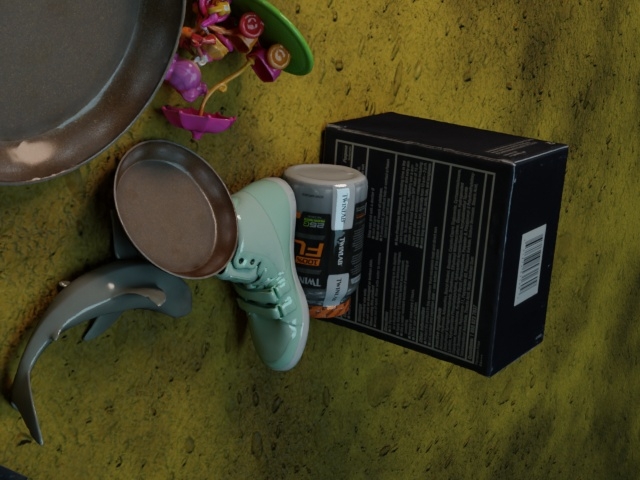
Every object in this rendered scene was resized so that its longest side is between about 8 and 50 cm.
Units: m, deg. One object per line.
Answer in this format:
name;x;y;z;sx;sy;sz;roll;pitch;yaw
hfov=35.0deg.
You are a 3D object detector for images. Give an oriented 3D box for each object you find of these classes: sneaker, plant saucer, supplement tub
sneaker;-0.094;0.058;1.272;0.151;0.094;0.255;-23;112;-54
plant saucer;-0.165;-0.031;1.136;0.168;0.029;0.168;25;51;-35
plant saucer;-0.256;-0.198;0.937;0.311;0.050;0.310;-34;143;-31
supplement tub;0.000;0.000;1.359;0.117;0.117;0.190;-17;116;-50

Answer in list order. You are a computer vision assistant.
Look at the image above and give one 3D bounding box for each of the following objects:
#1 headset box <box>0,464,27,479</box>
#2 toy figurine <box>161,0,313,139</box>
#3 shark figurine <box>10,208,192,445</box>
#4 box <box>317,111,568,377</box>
headset box;-0.388;0.347;0.978;0.293;0.110;0.218;-61;143;-17
toy figurine;-0.120;-0.196;1.139;0.159;0.130;0.173;-50;118;-15
shark figurine;-0.227;0.079;1.090;0.278;0.116;0.166;-36;130;-43
box;0.162;-0.009;1.421;0.183;0.294;0.296;-19;119;-52
